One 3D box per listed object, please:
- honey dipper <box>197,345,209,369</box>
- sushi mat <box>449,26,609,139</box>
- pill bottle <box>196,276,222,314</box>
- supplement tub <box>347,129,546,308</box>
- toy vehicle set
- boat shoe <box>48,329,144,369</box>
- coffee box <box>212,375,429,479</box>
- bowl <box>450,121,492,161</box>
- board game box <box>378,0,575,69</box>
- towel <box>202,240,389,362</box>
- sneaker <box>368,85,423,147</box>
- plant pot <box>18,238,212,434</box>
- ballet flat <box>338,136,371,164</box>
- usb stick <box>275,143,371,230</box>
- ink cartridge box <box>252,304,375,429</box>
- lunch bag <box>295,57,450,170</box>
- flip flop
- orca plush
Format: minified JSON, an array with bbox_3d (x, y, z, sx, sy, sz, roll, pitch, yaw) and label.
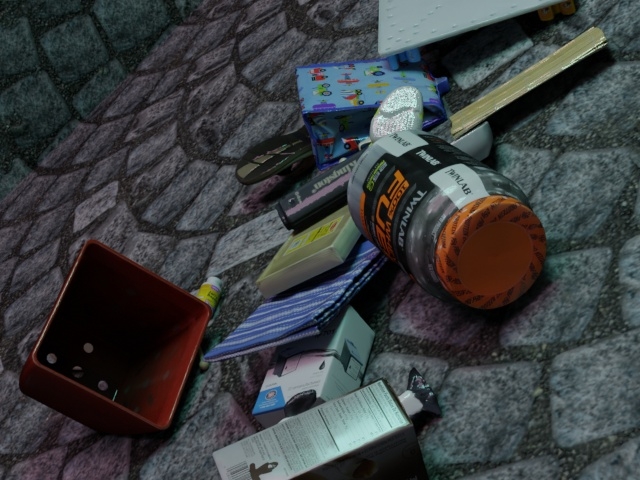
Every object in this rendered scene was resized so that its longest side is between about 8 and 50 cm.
[{"bbox_3d":[-0.229,0.192,2.080,0.030,0.030,0.160,-39,31,4],"label":"honey dipper"},{"bbox_3d":[0.368,-0.283,1.995,0.317,0.019,0.151,-31,11,16],"label":"sushi mat"},{"bbox_3d":[-0.218,0.110,2.163,0.043,0.043,0.083,-19,35,34],"label":"pill bottle"},{"bbox_3d":[0.189,-0.033,1.700,0.207,0.207,0.338,-42,28,-2],"label":"supplement tub"},{"bbox_3d":[0.000,0.000,1.982,0.166,0.035,0.267,-25,15,27],"label":"toy vehicle set"},{"bbox_3d":[-0.444,0.178,2.277,0.324,0.116,0.097,-24,13,39],"label":"boat shoe"},{"bbox_3d":[0.004,0.299,1.440,0.247,0.141,0.098,-22,40,-8],"label":"coffee box"},{"bbox_3d":[0.240,-0.147,1.923,0.142,0.053,0.142,-33,2,13],"label":"bowl"},{"bbox_3d":[0.313,-0.514,2.300,0.390,0.050,0.390,-16,35,15],"label":"board game box"},{"bbox_3d":[-0.024,0.089,1.848,0.243,0.040,0.336,-20,13,35],"label":"towel"},{"bbox_3d":[0.134,-0.150,1.980,0.091,0.126,0.240,16,86,19],"label":"sneaker"},{"bbox_3d":[-0.399,0.204,2.029,0.236,0.267,0.267,-35,30,48],"label":"plant pot"},{"bbox_3d":[0.082,-0.142,2.118,0.231,0.077,0.077,-39,21,5],"label":"ballet flat"},{"bbox_3d":[0.046,-0.112,2.059,0.278,0.045,0.077,-31,56,6],"label":"usb stick"},{"bbox_3d":[-0.008,0.207,1.736,0.140,0.082,0.190,-20,35,34],"label":"ink cartridge box"},{"bbox_3d":[0.110,-0.282,2.213,0.293,0.138,0.221,-15,33,4],"label":"lunch bag"},{"bbox_3d":[-0.048,-0.183,2.342,0.277,0.080,0.112,-30,38,-13],"label":"flip flop"},{"bbox_3d":[0.024,0.273,1.585,0.287,0.151,0.102,-36,-11,-9],"label":"orca plush"}]
